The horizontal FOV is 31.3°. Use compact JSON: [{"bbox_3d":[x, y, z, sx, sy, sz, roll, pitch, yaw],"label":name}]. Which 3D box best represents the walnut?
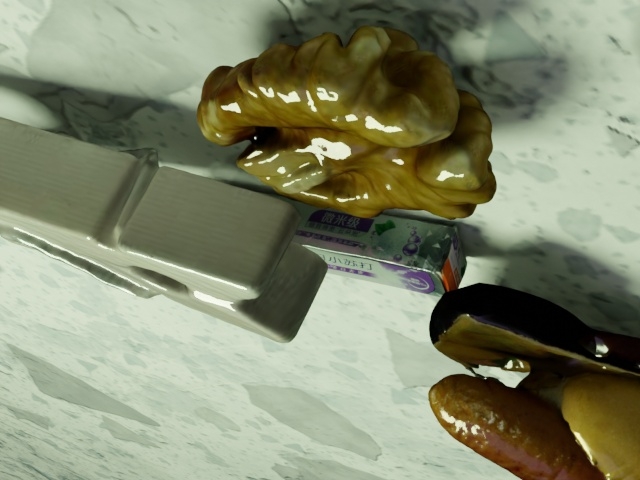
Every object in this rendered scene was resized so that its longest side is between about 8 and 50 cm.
[{"bbox_3d":[0.015,-0.063,0.594,0.170,0.069,0.143,2,151,48],"label":"walnut"}]

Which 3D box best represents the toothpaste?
[{"bbox_3d":[0.000,0.000,0.767,0.196,0.040,0.047,11,150,25],"label":"toothpaste"}]

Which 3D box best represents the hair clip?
[{"bbox_3d":[-0.154,-0.025,0.753,0.330,0.085,0.101,16,157,26],"label":"hair clip"}]

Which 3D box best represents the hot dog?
[{"bbox_3d":[0.200,0.151,0.772,0.325,0.107,0.194,20,155,-10],"label":"hot dog"}]
